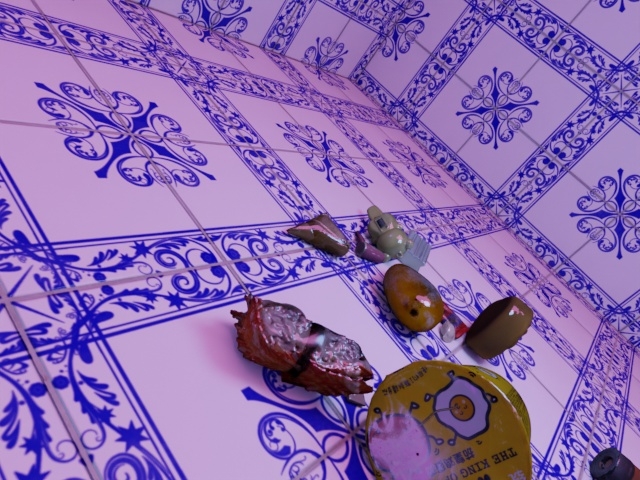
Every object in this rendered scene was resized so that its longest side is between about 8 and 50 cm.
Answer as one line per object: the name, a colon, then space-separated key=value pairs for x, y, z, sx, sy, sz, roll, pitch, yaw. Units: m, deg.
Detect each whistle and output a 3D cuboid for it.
whistle: x=0.241 y=-0.030 z=1.794 sx=0.106 sy=0.131 sz=0.288 roll=55 pitch=8 yaw=-44

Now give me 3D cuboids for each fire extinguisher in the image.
fire extinguisher: x=0.983 y=0.819 z=1.449 sx=0.376 sy=0.113 sz=0.200 roll=40 pitch=70 yaw=6

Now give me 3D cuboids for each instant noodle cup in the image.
instant noodle cup: x=0.290 y=0.399 z=1.015 sx=0.326 sy=0.325 sz=0.254 roll=53 pitch=22 yaw=25

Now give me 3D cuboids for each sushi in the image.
sushi: x=-0.038 y=0.226 z=1.020 sx=0.332 sy=0.124 sz=0.130 roll=27 pitch=42 yaw=-12

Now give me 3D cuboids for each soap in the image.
soap: x=0.362 y=0.040 z=1.885 sx=0.114 sy=0.063 sz=0.198 roll=42 pitch=27 yaw=3

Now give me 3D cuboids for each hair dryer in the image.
hair dryer: x=0.157 y=0.011 z=1.704 sx=0.106 sy=0.054 sz=0.154 roll=23 pitch=27 yaw=-36

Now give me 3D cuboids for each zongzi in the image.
zongzi: x=0.000 y=0.000 z=1.505 sx=0.160 sy=0.078 sz=0.176 roll=47 pitch=38 yaw=15

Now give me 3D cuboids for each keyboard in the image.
keyboard: x=0.072 y=0.320 z=1.165 sx=0.055 sy=0.017 sz=0.166 roll=30 pitch=28 yaw=-26

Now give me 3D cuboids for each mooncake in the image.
mooncake: x=0.590 y=0.297 z=1.615 sx=0.117 sy=0.235 sz=0.235 roll=43 pitch=28 yaw=3

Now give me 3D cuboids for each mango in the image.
mango: x=0.286 y=0.164 z=1.525 sx=0.192 sy=0.146 sz=0.316 roll=38 pitch=20 yaw=-18

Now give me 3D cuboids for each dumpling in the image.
dumpling: x=0.422 y=0.301 z=1.591 sx=0.059 sy=0.043 sz=0.077 roll=52 pitch=19 yaw=-16

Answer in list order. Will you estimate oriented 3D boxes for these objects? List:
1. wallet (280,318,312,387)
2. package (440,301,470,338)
wallet: x=-0.053 y=0.249 z=1.113 sx=0.103 sy=0.020 sz=0.197 roll=19 pitch=34 yaw=-24
package: x=0.422 y=0.248 z=1.669 sx=0.083 sy=0.022 sz=0.200 roll=-23 pitch=61 yaw=-37
